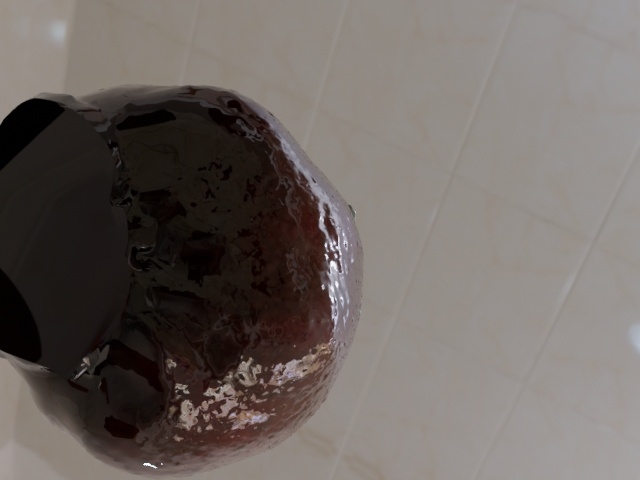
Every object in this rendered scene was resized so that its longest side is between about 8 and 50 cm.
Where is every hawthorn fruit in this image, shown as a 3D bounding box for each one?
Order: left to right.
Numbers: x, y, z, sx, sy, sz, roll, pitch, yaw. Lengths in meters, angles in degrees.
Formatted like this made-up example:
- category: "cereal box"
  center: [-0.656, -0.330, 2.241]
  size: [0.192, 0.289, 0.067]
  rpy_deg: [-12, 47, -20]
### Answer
- category: "hawthorn fruit"
  center: [-0.075, 0.023, 0.667]
  size: [0.215, 0.215, 0.249]
  rpy_deg: [24, 177, 9]

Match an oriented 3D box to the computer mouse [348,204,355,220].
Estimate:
- category: "computer mouse"
  center: [0.000, 0.000, 1.002]
  size: [0.056, 0.110, 0.032]
  rpy_deg: [-1, -137, -9]
